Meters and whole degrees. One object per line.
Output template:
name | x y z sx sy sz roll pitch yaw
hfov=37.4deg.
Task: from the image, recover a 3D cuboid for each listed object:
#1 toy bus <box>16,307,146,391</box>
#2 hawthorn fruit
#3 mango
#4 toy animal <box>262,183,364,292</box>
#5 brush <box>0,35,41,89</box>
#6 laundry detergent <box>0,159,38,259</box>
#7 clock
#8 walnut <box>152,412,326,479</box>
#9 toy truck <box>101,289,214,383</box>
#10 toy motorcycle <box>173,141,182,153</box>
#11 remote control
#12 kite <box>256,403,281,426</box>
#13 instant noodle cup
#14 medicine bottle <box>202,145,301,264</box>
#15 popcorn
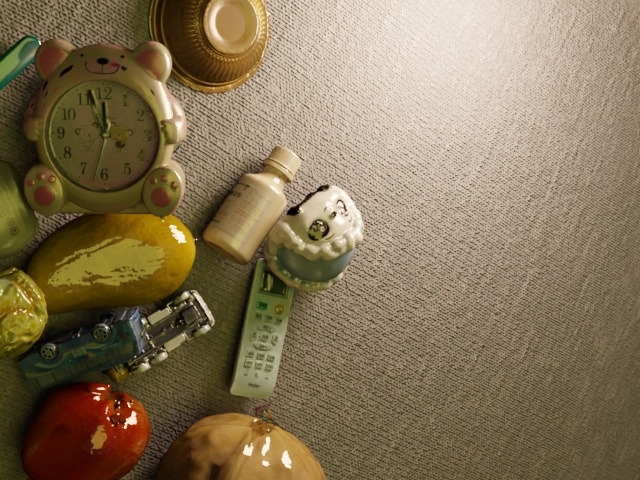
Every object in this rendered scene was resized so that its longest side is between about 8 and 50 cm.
toy bus | -0.436 0.201 1.752 0.236 0.079 0.094 -20 109 6
hawthorn fruit | -0.465 0.392 1.758 0.299 0.211 0.211 -44 118 -5
mango | -0.393 0.031 1.781 0.332 0.142 0.195 -5 94 -27
toy animal | 0.000 0.000 1.982 0.156 0.204 0.208 42 52 12
brush | -0.577 -0.295 1.688 0.193 0.032 0.043 -44 122 -6
laundry detergent | -0.636 -0.031 1.647 0.253 0.091 0.181 -25 111 -27
clock | -0.379 -0.196 1.668 0.284 0.114 0.309 1 103 -4
walnut | -0.162 0.539 1.885 0.383 0.383 0.383 -5 99 -32
toy truck | -0.329 0.189 1.861 0.227 0.114 0.098 -31 91 -25
toy motorcycle | -0.387 -0.242 1.763 0.239 0.108 0.204 -16 105 -30
remote control | -0.126 0.190 2.025 0.103 0.051 0.293 15 85 -33
kite | -0.119 0.393 2.085 0.044 0.002 0.078 -33 112 -24
instant noodle cup | -0.198 -0.426 1.869 0.274 0.091 0.274 -6 100 -32
medicine bottle | -0.131 -0.078 1.944 0.114 0.114 0.252 40 76 -30
popcorn | -0.582 0.124 1.621 0.198 0.212 0.198 -59 165 -26
